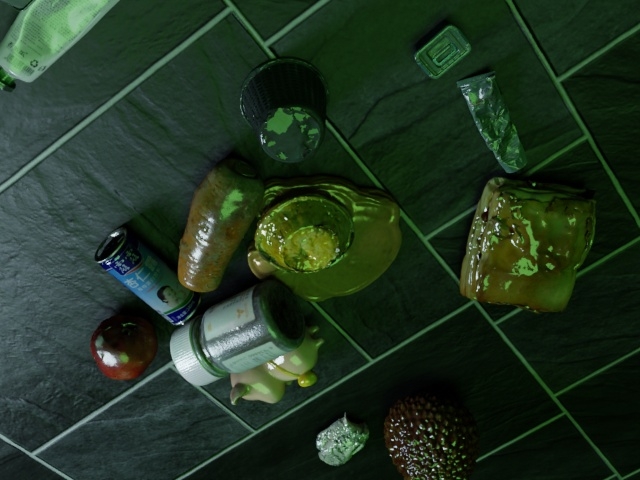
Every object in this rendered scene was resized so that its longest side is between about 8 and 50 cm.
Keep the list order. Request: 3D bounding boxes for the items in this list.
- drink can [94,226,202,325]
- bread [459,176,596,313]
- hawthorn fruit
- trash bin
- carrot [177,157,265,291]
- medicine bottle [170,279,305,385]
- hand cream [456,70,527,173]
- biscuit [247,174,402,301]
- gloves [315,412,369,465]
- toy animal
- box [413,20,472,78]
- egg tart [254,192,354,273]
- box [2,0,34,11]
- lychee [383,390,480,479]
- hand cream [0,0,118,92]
[{"bbox_3d":[-0.365,0.080,1.701,0.097,0.097,0.235,-35,122,15],"label":"drink can"},{"bbox_3d":[0.464,0.032,1.747,0.278,0.167,0.324,5,125,-12],"label":"bread"},{"bbox_3d":[-0.441,0.247,1.782,0.148,0.148,0.172,7,132,-13],"label":"hawthorn fruit"},{"bbox_3d":[-0.058,-0.233,1.488,0.176,0.161,0.175,-5,125,-7],"label":"trash bin"},{"bbox_3d":[-0.212,-0.027,1.628,0.139,0.138,0.301,12,122,-16],"label":"carrot"},{"bbox_3d":[-0.183,0.206,1.751,0.273,0.165,0.165,-25,126,25],"label":"medicine bottle"},{"bbox_3d":[0.362,-0.231,1.616,0.075,0.052,0.248,-28,124,10],"label":"hand cream"},{"bbox_3d":[0.000,0.000,1.725,0.351,0.057,0.312,18,119,-20],"label":"biscuit"},{"bbox_3d":[0.052,0.533,2.095,0.114,0.070,0.153,27,119,-25],"label":"gloves"},{"bbox_3d":[-0.097,0.283,1.849,0.248,0.165,0.149,-32,118,6],"label":"toy animal"},{"bbox_3d":[0.226,-0.364,1.502,0.099,0.054,0.074,-38,120,17],"label":"box"},{"bbox_3d":[-0.030,-0.002,1.634,0.213,0.090,0.212,-5,129,-6],"label":"egg tart"},{"bbox_3d":[-0.498,-0.445,1.308,0.122,0.069,0.084,-38,85,16],"label":"box"},{"bbox_3d":[0.285,0.525,2.010,0.272,0.271,0.271,-4,125,-6],"label":"lychee"},{"bbox_3d":[-0.452,-0.393,1.383,0.336,0.076,0.121,-43,125,13],"label":"hand cream"}]
